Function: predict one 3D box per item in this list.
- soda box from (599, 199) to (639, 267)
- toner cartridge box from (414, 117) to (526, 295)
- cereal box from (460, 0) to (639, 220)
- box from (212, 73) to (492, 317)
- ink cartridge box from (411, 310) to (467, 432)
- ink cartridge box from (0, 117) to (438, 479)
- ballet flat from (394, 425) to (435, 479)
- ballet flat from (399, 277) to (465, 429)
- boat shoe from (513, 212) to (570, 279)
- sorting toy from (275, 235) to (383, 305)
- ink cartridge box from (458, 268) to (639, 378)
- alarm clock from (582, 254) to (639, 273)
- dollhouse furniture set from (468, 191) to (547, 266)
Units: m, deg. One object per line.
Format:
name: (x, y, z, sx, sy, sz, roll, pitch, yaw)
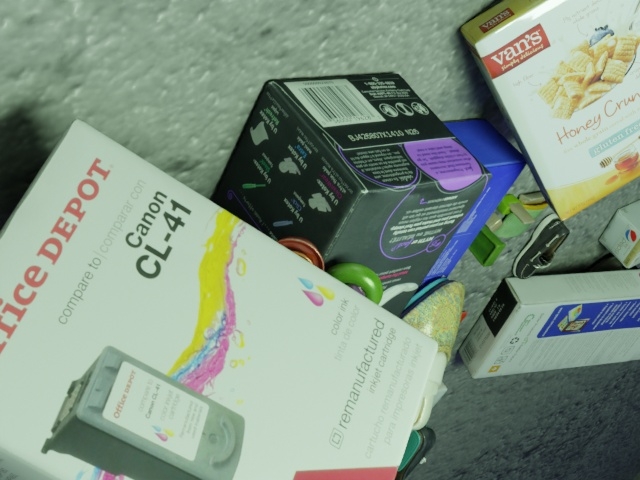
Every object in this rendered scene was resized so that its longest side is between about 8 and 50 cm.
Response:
soda box: (0.543, -0.033, 1.685, 0.216, 0.069, 0.074, -20, 147, -32)
toner cartridge box: (0.067, 0.026, 1.167, 0.165, 0.075, 0.348, -8, 140, -43)
cereal box: (0.259, -0.151, 1.031, 0.173, 0.047, 0.240, -32, 127, 6)
box: (0.000, 0.000, 0.965, 0.165, 0.143, 0.270, -9, 140, -42)
ink cartridge box: (0.081, 0.215, 1.496, 0.275, 0.060, 0.239, -6, 140, -47)
ink cartridge box: (-0.099, 0.100, 0.724, 0.131, 0.306, 0.226, -37, -156, 54)
ballet flat: (0.127, 0.381, 1.800, 0.074, 0.074, 0.203, 0, 131, -52)
ballet flat: (0.050, 0.190, 1.189, 0.348, 0.123, 0.123, -40, 153, 3)
boat shoe: (0.310, 0.017, 1.501, 0.046, 0.038, 0.125, -17, 145, -37)
sorting toy: (-0.002, 0.040, 0.837, 0.061, 0.102, 0.042, -56, -168, 35)
ink cartridge box: (0.409, 0.126, 1.663, 0.371, 0.069, 0.175, 0, 136, -26)
alarm clock: (0.453, 0.094, 1.772, 0.192, 0.064, 0.129, -49, 152, 13)
dollhouse furniture set: (0.245, -0.014, 1.348, 0.152, 0.058, 0.076, -11, 142, -43)
